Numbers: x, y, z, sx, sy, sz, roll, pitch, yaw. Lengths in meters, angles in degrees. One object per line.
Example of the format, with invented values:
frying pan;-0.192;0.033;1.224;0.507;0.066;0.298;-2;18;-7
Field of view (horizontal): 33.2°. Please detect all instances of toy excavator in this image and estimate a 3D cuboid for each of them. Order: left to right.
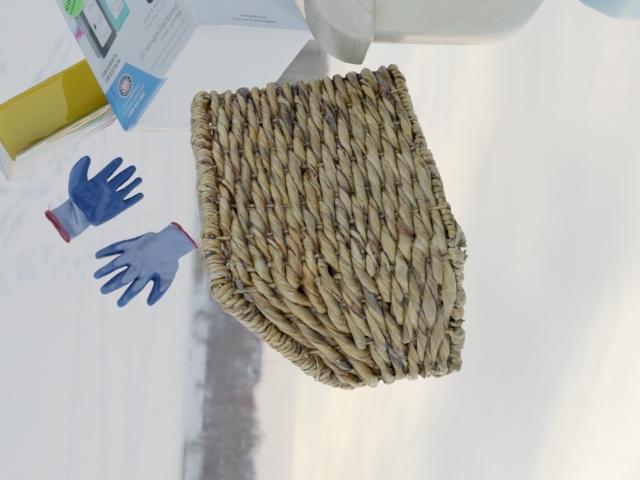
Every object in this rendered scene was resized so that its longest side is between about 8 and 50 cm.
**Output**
toy excavator;0.255;-0.309;1.042;0.445;0.433;0.222;-64;-179;-12

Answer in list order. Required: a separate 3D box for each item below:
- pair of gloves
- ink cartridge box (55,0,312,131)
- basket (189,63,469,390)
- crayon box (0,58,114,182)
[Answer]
pair of gloves;-0.248;-0.015;1.324;0.023;0.198;0.159;-38;-176;43
ink cartridge box;-0.188;-0.305;1.379;0.198;0.197;0.270;-47;-116;37
basket;0.000;0.000;1.033;0.299;0.223;0.213;-104;-173;-46
crayon box;-0.395;-0.187;1.607;0.083;0.203;0.323;59;-17;-7
